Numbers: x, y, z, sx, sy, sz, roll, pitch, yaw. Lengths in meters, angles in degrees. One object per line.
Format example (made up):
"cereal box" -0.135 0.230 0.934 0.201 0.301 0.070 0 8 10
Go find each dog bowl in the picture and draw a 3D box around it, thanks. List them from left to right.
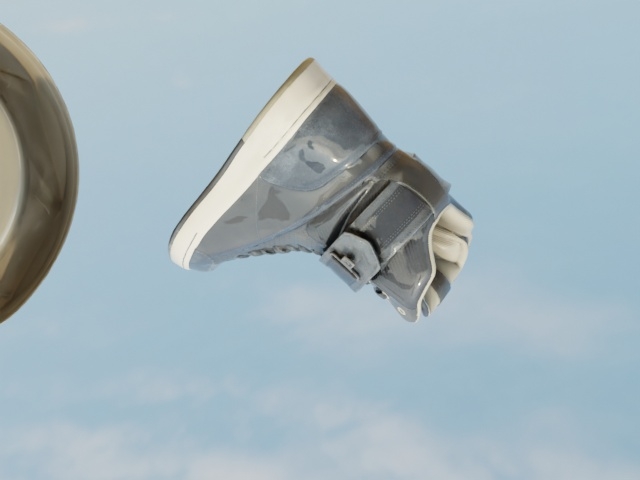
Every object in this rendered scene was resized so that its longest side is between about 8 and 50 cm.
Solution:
"dog bowl" -0.400 -0.058 1.142 0.348 0.349 0.102 -23 -177 -10

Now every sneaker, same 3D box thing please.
"sneaker" -0.001 0.001 0.800 0.086 0.163 0.226 -55 -174 -34
